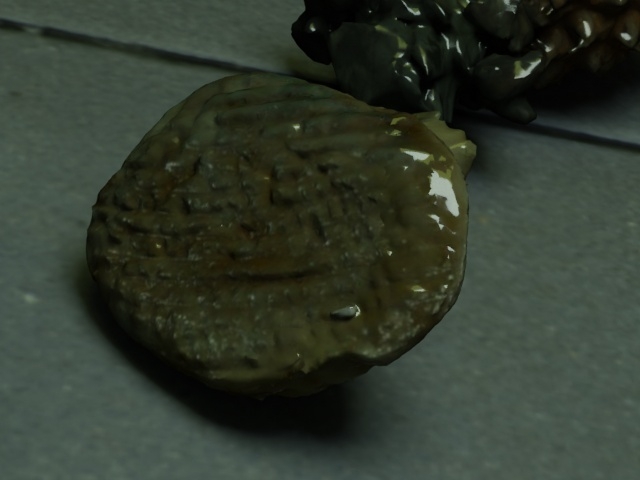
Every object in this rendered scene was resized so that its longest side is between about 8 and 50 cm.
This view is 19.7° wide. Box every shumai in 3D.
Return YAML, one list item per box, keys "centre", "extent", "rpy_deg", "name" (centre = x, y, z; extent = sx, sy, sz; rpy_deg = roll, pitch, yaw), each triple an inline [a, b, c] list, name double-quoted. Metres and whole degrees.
- centre: [0.000, 0.000, 0.921]
  extent: [0.210, 0.161, 0.153]
  rpy_deg: [-3, -7, 30]
  name: "shumai"

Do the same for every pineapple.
- centre: [0.103, -0.163, 1.135]
  extent: [0.223, 0.223, 0.357]
  rpy_deg: [34, 56, 26]
  name: "pineapple"
